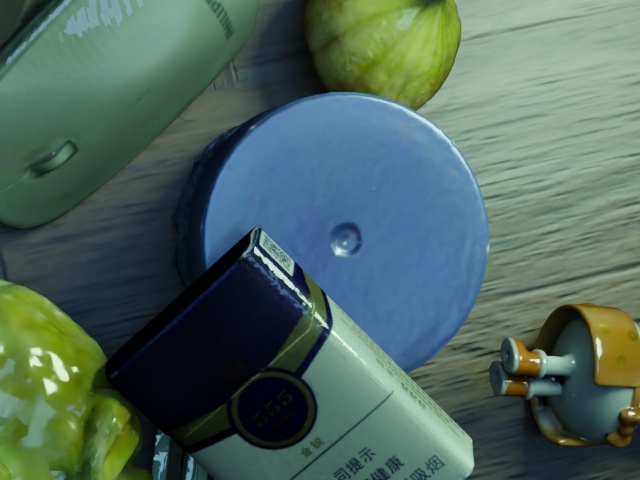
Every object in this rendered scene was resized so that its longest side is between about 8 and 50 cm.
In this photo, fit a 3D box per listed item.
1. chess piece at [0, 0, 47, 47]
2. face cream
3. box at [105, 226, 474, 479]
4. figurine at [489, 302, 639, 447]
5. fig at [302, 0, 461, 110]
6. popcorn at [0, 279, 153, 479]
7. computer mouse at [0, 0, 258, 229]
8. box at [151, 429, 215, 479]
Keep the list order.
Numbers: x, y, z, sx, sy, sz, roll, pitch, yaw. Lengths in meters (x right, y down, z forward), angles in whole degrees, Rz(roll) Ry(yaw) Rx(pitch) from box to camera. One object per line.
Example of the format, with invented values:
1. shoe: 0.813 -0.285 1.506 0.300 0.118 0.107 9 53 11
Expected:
1. chess piece: -0.261 -0.263 1.470 0.137 0.137 0.301 35 118 -6
2. face cream: 0.000 0.000 1.492 0.249 0.225 0.249 0 89 -12
3. box: -0.022 0.132 1.344 0.168 0.071 0.259 -42 104 15
4. figurine: 0.292 0.132 1.583 0.271 0.143 0.143 16 83 -8
5. fig: 0.059 -0.194 1.515 0.143 0.231 0.160 -14 87 -4
6. popcorn: -0.292 0.176 1.385 0.312 0.312 0.312 1 86 -11
7. computer mouse: -0.183 -0.146 1.492 0.331 0.197 0.095 -46 52 -6
8. box: -0.048 0.295 1.489 0.220 0.166 0.290 7 85 -10
